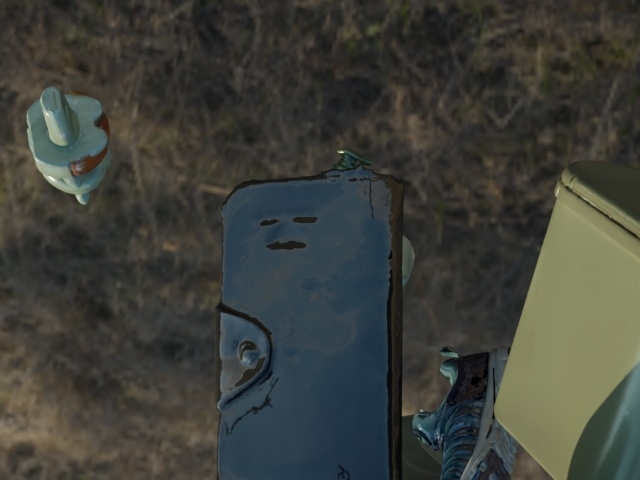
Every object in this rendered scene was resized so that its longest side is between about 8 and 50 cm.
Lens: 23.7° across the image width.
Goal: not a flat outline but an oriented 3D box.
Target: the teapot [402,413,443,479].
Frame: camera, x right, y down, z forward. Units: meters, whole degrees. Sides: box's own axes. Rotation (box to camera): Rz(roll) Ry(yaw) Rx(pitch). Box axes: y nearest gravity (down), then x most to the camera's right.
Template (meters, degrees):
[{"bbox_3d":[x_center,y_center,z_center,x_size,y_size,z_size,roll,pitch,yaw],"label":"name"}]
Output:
[{"bbox_3d":[0.130,0.309,1.840,0.162,0.239,0.149,-3,118,-18],"label":"teapot"}]

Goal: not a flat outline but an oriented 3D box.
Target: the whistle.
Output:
[{"bbox_3d":[-0.302,-0.122,1.831,0.101,0.106,0.253,47,168,14],"label":"whistle"}]

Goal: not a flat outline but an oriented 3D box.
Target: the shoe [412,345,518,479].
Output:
[{"bbox_3d":[0.149,0.204,1.588,0.106,0.207,0.091,0,148,24],"label":"shoe"}]

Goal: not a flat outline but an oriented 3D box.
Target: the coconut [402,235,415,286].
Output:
[{"bbox_3d":[0.073,0.032,2.148,0.122,0.116,0.116,36,154,36],"label":"coconut"}]

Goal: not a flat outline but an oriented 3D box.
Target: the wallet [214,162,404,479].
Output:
[{"bbox_3d":[-0.012,0.112,1.522,0.197,0.377,0.051,-2,167,15],"label":"wallet"}]

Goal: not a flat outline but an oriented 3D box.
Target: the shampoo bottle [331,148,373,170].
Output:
[{"bbox_3d":[0.000,0.000,1.863,0.118,0.234,0.087,20,-179,26],"label":"shampoo bottle"}]

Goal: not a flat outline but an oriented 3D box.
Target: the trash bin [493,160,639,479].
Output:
[{"bbox_3d":[0.258,0.085,1.291,0.121,0.243,0.247,6,112,-28],"label":"trash bin"}]
